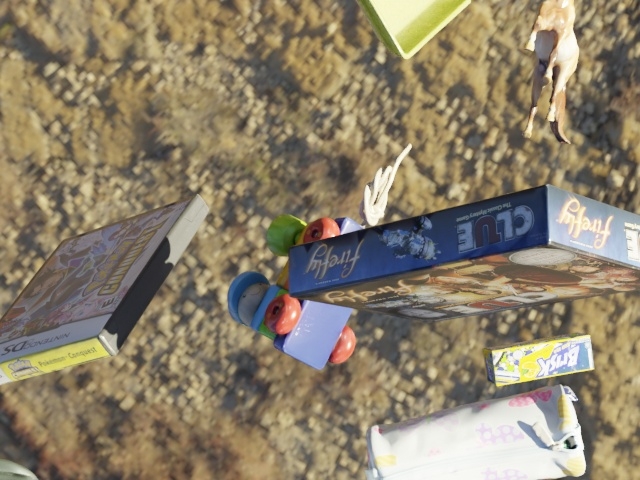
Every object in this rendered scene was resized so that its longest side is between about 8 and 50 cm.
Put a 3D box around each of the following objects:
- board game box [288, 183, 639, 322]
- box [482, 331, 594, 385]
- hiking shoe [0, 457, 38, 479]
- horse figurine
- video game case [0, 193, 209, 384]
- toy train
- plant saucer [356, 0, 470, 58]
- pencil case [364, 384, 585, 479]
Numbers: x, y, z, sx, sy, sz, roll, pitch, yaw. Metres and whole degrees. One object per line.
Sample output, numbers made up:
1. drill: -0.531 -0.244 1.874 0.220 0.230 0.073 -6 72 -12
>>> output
1. board game box: 0.118 0.017 0.940 0.243 0.165 0.042 -14 71 45
2. box: 0.352 0.191 2.060 0.168 0.054 0.059 -8 94 -10
3. hiking shoe: -0.158 0.276 0.740 0.132 0.113 0.304 126 129 -69
4. horse figurine: 0.322 -0.253 1.756 0.066 0.174 0.263 11 146 19
5. video game case: -0.288 0.062 1.566 0.248 0.275 0.035 -17 120 34
6. toy train: 0.000 0.000 1.348 0.105 0.248 0.143 31 172 -39
7. plant saucer: 0.091 -0.341 1.611 0.045 0.188 0.188 -17 111 45
8. pencil case: 0.192 0.263 1.590 0.273 0.124 0.114 -12 108 5
